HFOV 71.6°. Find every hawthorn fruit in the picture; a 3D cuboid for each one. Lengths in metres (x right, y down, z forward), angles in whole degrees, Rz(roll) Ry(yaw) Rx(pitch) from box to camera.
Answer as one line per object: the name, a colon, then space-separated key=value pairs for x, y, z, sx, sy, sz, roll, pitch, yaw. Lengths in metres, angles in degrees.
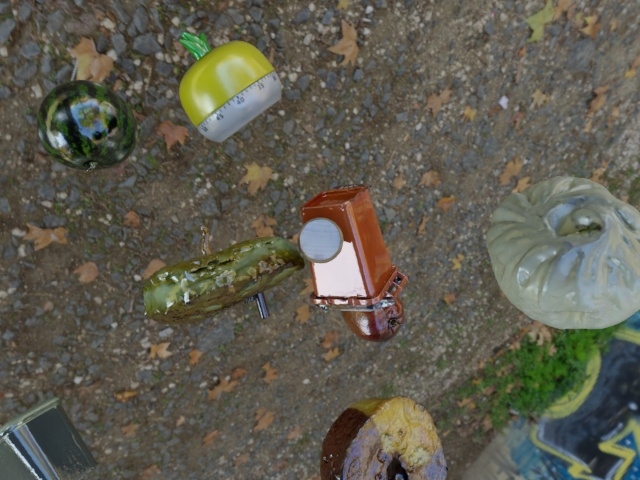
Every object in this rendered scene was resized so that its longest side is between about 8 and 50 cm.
hawthorn fruit: x=0.154 y=0.200 z=1.191 sx=0.156 sy=0.194 sz=0.157 roll=-9 pitch=106 yaw=-32

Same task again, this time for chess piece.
chess piece: x=0.000 y=0.000 z=0.800 sx=0.083 sy=0.084 sz=0.038 roll=-43 pitch=177 yaw=-5

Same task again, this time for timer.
timer: x=-0.262 y=-0.427 z=1.161 sx=0.285 sy=0.285 sz=0.285 roll=-22 pitch=133 yaw=-26

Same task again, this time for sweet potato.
sweet potato: x=-0.348 y=0.037 z=1.378 sx=0.044 sy=0.044 sz=0.179 roll=-21 pitch=102 yaw=-27

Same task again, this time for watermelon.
watermelon: x=-0.679 y=-0.334 z=1.306 sx=0.268 sy=0.269 sz=0.269 roll=-22 pitch=133 yaw=-26

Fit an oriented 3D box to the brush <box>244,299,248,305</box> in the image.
brush: x=-0.276 y=0.144 z=1.530 sx=0.016 sy=0.193 sz=0.063 roll=3 pitch=122 yaw=-27

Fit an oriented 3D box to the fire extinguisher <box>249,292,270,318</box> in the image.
fire extinguisher: x=-0.174 y=0.131 z=1.178 sx=0.048 sy=0.035 sz=0.173 roll=-19 pitch=107 yaw=-20

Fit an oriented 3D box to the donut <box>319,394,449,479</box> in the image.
donut: x=0.072 y=0.272 z=0.517 sx=0.166 sy=0.073 sz=0.184 roll=-34 pitch=106 yaw=-32

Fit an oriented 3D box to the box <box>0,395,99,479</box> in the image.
box: x=-0.606 y=0.476 z=0.937 sx=0.274 sy=0.178 sz=0.138 roll=-43 pitch=173 yaw=30

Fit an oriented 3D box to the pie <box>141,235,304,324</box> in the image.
pie: x=-0.190 y=0.083 z=0.846 sx=0.288 sy=0.103 sz=0.354 roll=-17 pitch=170 yaw=-31

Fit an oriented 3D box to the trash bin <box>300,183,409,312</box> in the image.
trash bin: x=0.066 y=0.016 z=0.903 sx=0.161 sy=0.184 sz=0.239 roll=-43 pitch=125 yaw=-54

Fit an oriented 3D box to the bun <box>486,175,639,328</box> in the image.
bun: x=0.543 y=0.014 z=0.975 sx=0.360 sy=0.359 sz=0.211 roll=-48 pitch=142 yaw=2
